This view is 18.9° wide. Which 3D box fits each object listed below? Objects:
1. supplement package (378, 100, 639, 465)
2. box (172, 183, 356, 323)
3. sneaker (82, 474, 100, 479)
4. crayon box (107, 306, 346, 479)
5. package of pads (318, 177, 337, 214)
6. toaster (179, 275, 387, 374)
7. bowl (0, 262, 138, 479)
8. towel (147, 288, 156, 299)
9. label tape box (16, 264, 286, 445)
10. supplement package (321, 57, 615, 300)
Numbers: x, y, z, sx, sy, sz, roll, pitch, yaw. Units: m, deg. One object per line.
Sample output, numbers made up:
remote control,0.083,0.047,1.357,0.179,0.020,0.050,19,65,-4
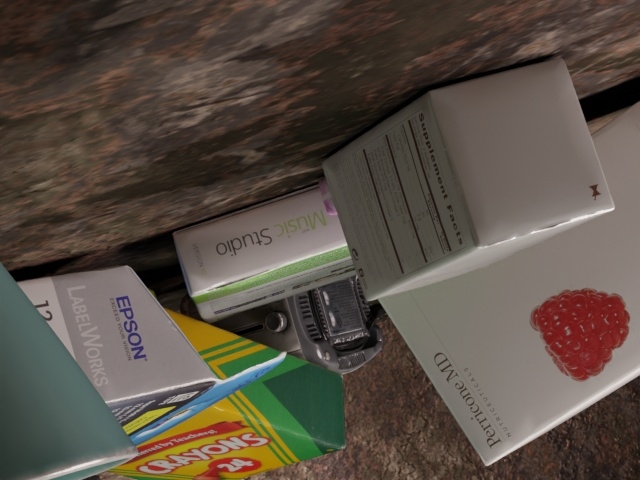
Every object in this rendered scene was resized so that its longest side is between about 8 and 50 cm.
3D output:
supplement package,0.222,0.023,1.538,0.293,0.177,0.175,-35,173,18
box,0.000,0.000,1.585,0.232,0.058,0.322,-18,176,-4
sneaker,-0.253,0.189,1.308,0.132,0.086,0.229,-22,167,20
crayon box,-0.154,0.141,1.721,0.202,0.081,0.319,-21,149,37
package of pads,0.038,-0.044,1.380,0.050,0.032,0.083,-14,173,-25
toaster,-0.037,0.081,1.900,0.146,0.129,0.227,-16,178,22
bowl,-0.264,0.080,0.950,0.312,0.163,0.311,-19,175,-2
towel,-0.270,0.091,1.767,0.237,0.021,0.102,-20,173,21
label tape box,-0.238,0.112,1.453,0.348,0.115,0.249,-11,167,-38
supplement package,0.092,-0.036,1.253,0.105,0.105,0.179,-15,174,-25
